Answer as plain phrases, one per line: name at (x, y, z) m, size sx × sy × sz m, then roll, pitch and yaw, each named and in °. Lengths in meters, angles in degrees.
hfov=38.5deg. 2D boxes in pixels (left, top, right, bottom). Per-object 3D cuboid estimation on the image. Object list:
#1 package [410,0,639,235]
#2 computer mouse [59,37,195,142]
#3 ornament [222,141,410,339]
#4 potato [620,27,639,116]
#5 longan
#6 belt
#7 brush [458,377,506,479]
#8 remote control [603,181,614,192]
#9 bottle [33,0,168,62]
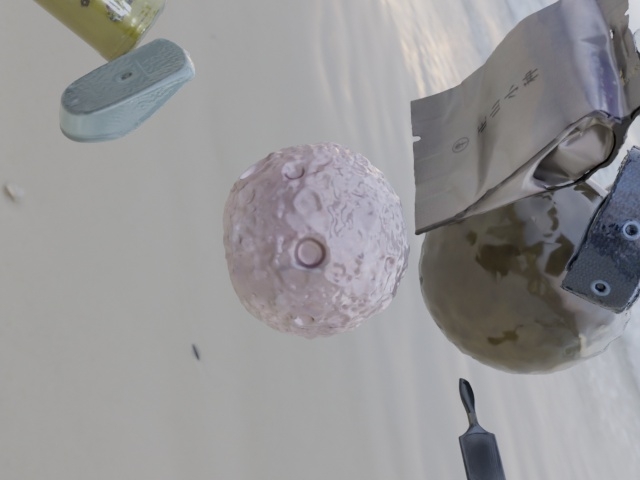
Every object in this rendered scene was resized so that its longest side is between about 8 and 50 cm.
package at (0.195, -0.123, 0.875) m, size 0.062 × 0.251 × 0.204 m, roll 39°, pitch 38°, yaw -29°
computer mouse at (-0.298, -0.225, 1.415) m, size 0.128 × 0.231 × 0.079 m, roll 54°, pitch -11°, yaw 39°
ornament at (0.000, 0.000, 1.194) m, size 0.259 × 0.225 × 0.259 m, roll -11°, pitch 90°, yaw -82°
potato at (0.581, -0.278, 1.629) m, size 0.202 × 0.117 × 0.182 m, roll -20°, pitch 79°, yaw -47°
longan at (0.371, 0.046, 1.612) m, size 0.391 × 0.391 × 0.391 m, roll 49°, pitch 27°, yaw -37°
belt at (0.420, -0.007, 1.212) m, size 0.128 × 0.218 × 0.122 m, roll 28°, pitch 6°, yaw 11°
brush at (0.251, 0.310, 1.480) m, size 0.016 × 0.063 × 0.193 m, roll 101°, pitch -16°, yaw -56°
remote control at (0.609, -0.079, 1.781) m, size 0.103 × 0.250 × 0.034 m, roll 53°, pitch 19°, yaw 2°
bottle at (-0.462, -0.496, 1.676) m, size 0.351 × 0.171 × 0.171 m, roll 39°, pitch 31°, yaw -23°
